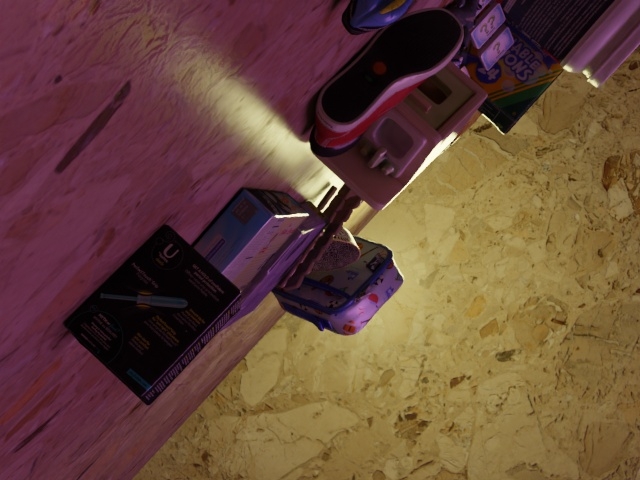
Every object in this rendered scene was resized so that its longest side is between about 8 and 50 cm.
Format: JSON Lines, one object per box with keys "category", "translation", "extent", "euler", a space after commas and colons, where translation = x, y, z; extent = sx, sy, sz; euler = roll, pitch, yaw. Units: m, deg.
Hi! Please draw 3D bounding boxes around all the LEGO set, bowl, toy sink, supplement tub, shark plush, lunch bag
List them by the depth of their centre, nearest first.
{"category": "toy sink", "translation": [0.121, -0.185, 1.438], "extent": [0.234, 0.153, 0.131], "euler": [-43, 173, -37]}
{"category": "shark plush", "translation": [0.238, -0.375, 1.549], "extent": [0.161, 0.073, 0.067], "euler": [-39, 140, -27]}
{"category": "LEGO set", "translation": [0.248, -0.314, 1.665], "extent": [0.244, 0.060, 0.182], "euler": [-46, 144, -4]}
{"category": "supplement tub", "translation": [0.450, -0.424, 1.689], "extent": [0.191, 0.272, 0.191], "euler": [-47, 175, -6]}
{"category": "bowl", "translation": [0.002, 0.001, 2.086], "extent": [0.170, 0.170, 0.080], "euler": [124, -34, -58]}
{"category": "lunch bag", "translation": [0.031, 0.097, 2.206], "extent": [0.243, 0.115, 0.303], "euler": [-43, -144, -24]}

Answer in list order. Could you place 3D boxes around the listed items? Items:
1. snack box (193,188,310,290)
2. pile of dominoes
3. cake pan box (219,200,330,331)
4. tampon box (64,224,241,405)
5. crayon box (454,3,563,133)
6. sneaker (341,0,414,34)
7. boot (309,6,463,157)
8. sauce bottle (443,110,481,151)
{"category": "snack box", "translation": [-0.119, 0.012, 1.424], "extent": [0.187, 0.060, 0.322], "euler": [-48, 175, 7]}
{"category": "pile of dominoes", "translation": [0.000, 0.000, 1.909], "extent": [0.251, 0.040, 0.196], "euler": [-54, -161, 3]}
{"category": "cake pan box", "translation": [-0.108, 0.050, 1.780], "extent": [0.267, 0.070, 0.246], "euler": [-49, 173, 15]}
{"category": "tampon box", "translation": [-0.187, 0.087, 1.085], "extent": [0.161, 0.120, 0.101], "euler": [-46, 174, -15]}
{"category": "crayon box", "translation": [0.389, -0.392, 1.819], "extent": [0.323, 0.203, 0.083], "euler": [-47, 175, -12]}
{"category": "sneaker", "translation": [0.083, -0.277, 1.006], "extent": [0.078, 0.067, 0.188], "euler": [-20, -158, 52]}
{"category": "boot", "translation": [0.085, -0.214, 1.313], "extent": [0.244, 0.088, 0.176], "euler": [-38, 173, -12]}
{"category": "sauce bottle", "translation": [0.216, -0.225, 1.818], "extent": [0.111, 0.111, 0.344], "euler": [-52, 173, 36]}
